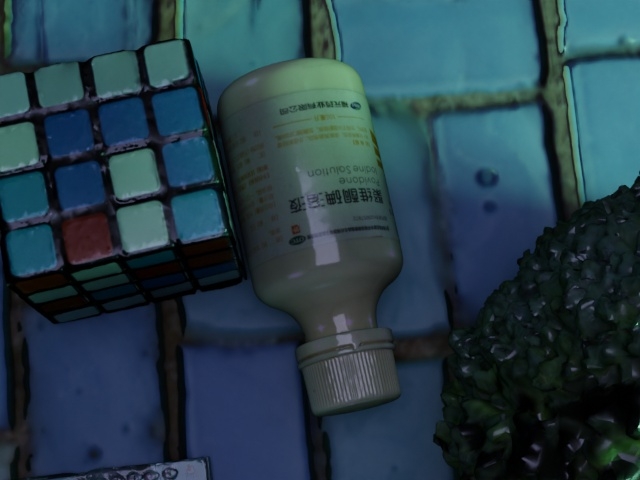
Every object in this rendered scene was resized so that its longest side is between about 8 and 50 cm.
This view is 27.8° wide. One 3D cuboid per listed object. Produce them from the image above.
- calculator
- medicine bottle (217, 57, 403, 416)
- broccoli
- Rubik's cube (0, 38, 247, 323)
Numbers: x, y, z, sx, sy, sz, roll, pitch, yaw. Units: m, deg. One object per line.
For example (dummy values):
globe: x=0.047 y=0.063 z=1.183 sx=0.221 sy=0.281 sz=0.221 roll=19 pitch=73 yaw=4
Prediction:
calculator: x=-0.164 y=0.197 z=0.954 sx=0.172 sy=0.018 sz=0.057 roll=-7 pitch=76 yaw=0
medicine bottle: x=0.000 y=0.000 z=0.946 sx=0.114 sy=0.114 sz=0.252 roll=-11 pitch=78 yaw=-2
broccoli: x=0.240 y=0.104 z=0.867 sx=0.281 sy=0.348 sz=0.293 roll=42 pitch=125 yaw=0
Rubik's cube: x=-0.145 y=-0.037 z=0.935 sx=0.154 sy=0.155 sz=0.151 roll=-11 pitch=76 yaw=-3
